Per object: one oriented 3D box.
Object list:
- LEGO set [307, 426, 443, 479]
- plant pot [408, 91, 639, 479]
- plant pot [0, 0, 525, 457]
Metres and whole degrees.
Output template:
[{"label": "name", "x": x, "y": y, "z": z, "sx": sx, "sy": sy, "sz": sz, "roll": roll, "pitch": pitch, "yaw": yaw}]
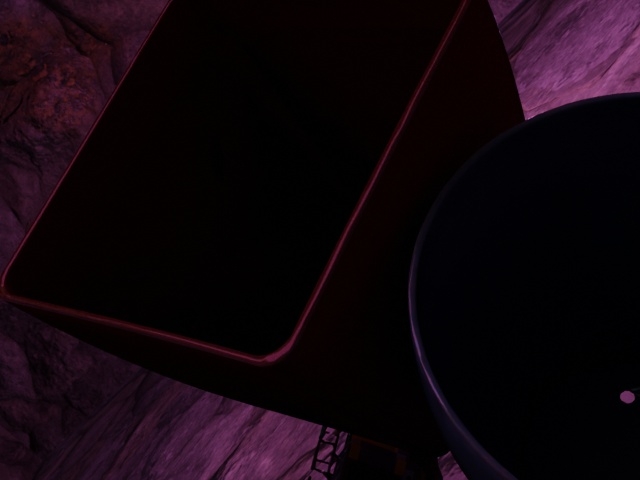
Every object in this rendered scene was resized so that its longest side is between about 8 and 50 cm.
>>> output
[{"label": "LEGO set", "x": 0.097, "y": 0.194, "z": 0.999, "sx": 0.255, "sy": 0.192, "sz": 0.331, "roll": 115, "pitch": 173, "yaw": -53}, {"label": "plant pot", "x": 0.197, "y": 0.085, "z": 0.732, "sx": 0.290, "sy": 0.290, "sz": 0.195, "roll": -53, "pitch": -24, "yaw": -28}, {"label": "plant pot", "x": 0.000, "y": 0.000, "z": 0.849, "sx": 0.267, "sy": 0.236, "sz": 0.267, "roll": 9, "pitch": 64, "yaw": 42}]
